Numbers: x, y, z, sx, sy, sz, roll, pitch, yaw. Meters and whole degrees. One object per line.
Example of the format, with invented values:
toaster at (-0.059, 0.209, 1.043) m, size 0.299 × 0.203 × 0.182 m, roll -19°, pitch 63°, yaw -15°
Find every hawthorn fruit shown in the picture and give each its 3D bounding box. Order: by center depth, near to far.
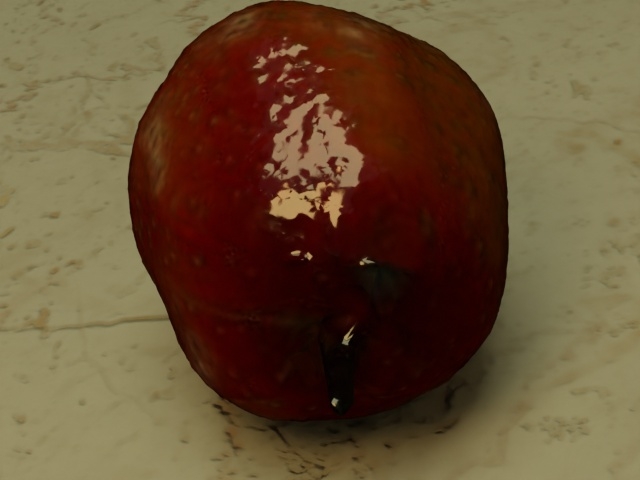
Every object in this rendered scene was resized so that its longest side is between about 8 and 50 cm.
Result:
hawthorn fruit at (0.000, 0.000, 1.098) m, size 0.285 × 0.284 × 0.369 m, roll -6°, pitch 38°, yaw 3°
